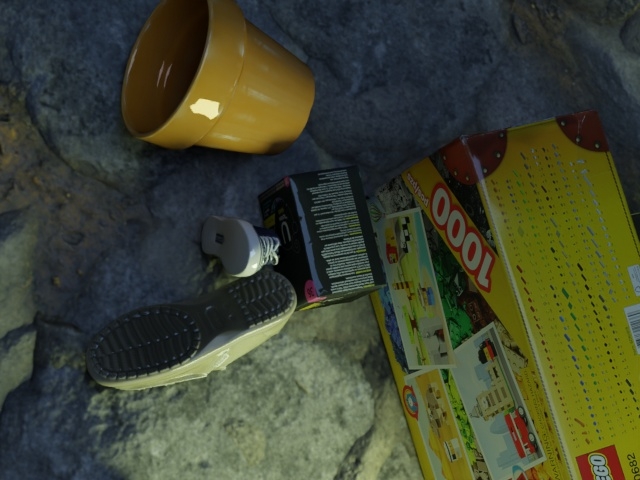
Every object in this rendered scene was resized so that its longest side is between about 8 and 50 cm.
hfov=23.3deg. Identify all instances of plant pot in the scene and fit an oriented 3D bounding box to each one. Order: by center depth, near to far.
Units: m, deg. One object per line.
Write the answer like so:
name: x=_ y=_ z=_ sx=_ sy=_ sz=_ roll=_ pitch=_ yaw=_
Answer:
plant pot: x=-0.118 y=-0.195 z=1.950 sx=0.188 sy=0.205 sz=0.205 roll=20 pitch=70 yaw=-32

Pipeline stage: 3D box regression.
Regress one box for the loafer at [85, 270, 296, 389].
loafer: x=-0.154 y=0.125 z=1.907 sx=0.268 sy=0.092 sz=0.102 roll=-18 pitch=59 yaw=-9

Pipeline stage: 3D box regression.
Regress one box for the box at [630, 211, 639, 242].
box: x=0.435 y=0.092 z=2.112 sx=0.322 sy=0.079 sz=0.257 roll=-10 pitch=83 yaw=-39

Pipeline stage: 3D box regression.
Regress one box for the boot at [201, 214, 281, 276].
boot: x=-0.081 y=0.006 z=1.914 sx=0.086 sy=0.190 sz=0.069 roll=9 pitch=99 yaw=-21

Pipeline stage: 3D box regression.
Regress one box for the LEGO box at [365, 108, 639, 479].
LEGO box: x=0.245 y=0.135 z=1.907 sx=0.193 sy=0.372 sz=0.500 roll=-14 pitch=82 yaw=-23

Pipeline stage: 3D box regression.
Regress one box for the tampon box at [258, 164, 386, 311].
tampon box: x=0.000 y=0.000 z=1.979 sx=0.101 sy=0.120 sz=0.161 roll=-9 pitch=81 yaw=-24
